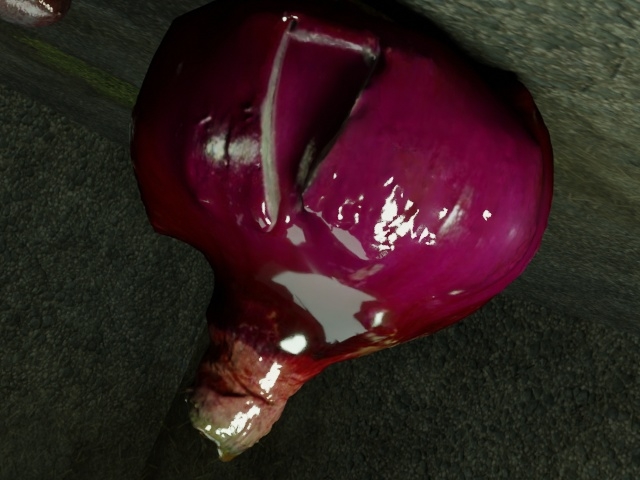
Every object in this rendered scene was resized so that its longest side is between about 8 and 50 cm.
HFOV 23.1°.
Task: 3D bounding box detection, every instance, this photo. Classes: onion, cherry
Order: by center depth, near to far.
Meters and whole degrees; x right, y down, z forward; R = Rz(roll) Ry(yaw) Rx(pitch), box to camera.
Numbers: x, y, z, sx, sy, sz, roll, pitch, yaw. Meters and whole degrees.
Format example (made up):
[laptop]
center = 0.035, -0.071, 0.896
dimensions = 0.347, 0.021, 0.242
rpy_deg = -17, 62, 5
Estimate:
[onion]
center = 0.000, 0.000, 1.413
dimensions = 0.398, 0.420, 0.398
rpy_deg = 13, 175, 1
[cherry]
center = -0.362, -0.302, 1.758
dimensions = 0.225, 0.090, 0.107
rpy_deg = 30, -169, 31
